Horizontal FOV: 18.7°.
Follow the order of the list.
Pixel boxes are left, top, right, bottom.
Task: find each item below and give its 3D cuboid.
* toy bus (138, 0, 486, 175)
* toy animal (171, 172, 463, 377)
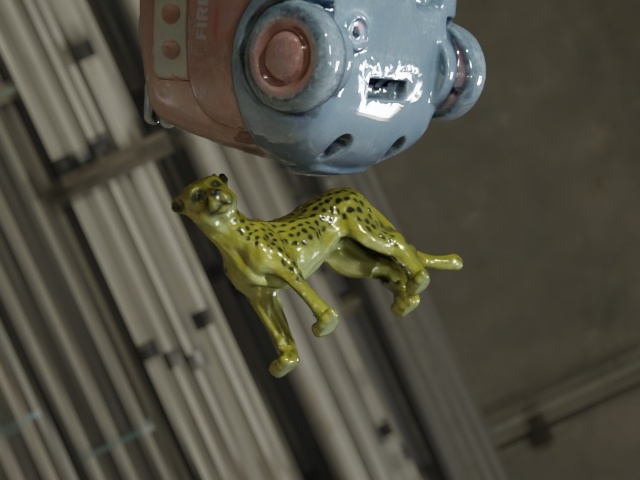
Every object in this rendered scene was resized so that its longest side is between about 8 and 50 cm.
[{"bbox_3d":[-0.026,-0.193,1.335,0.197,0.231,0.294,-4,98,-53],"label":"toy bus"},{"bbox_3d":[0.000,0.000,1.339,0.136,0.181,0.073,55,-40,15],"label":"toy animal"}]
